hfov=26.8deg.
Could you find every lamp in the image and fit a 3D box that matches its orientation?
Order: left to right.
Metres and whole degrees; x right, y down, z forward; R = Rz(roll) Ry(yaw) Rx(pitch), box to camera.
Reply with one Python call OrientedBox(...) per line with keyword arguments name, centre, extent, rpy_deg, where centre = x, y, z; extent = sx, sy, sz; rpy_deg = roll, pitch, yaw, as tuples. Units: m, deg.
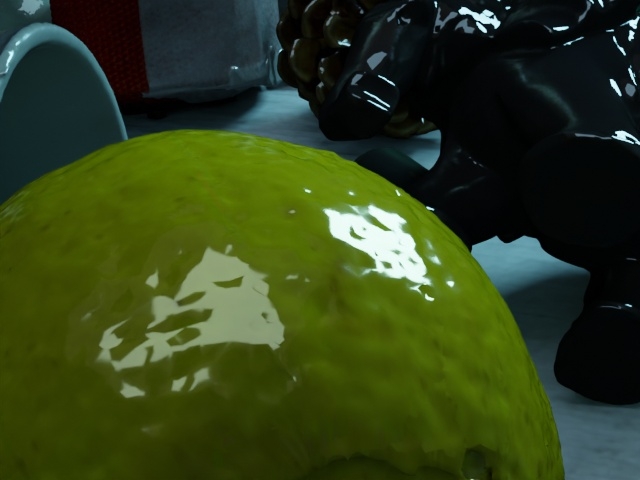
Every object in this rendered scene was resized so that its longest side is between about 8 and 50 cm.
OrientedBox(name="lamp", centre=(-0.256, -0.180, 1.207), extent=(0.105, 0.105, 0.105), rpy_deg=(-3, 30, 2))

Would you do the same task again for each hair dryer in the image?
OrientedBox(name="hair dryer", centre=(0.000, 0.000, 0.919), extent=(0.197, 0.057, 0.100), rpy_deg=(-23, 32, -20))

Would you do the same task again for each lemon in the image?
OrientedBox(name="lemon", centre=(-0.041, 0.090, 0.540), extent=(0.293, 0.293, 0.293), rpy_deg=(-3, 30, 2))

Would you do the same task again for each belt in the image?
OrientedBox(name="belt", centre=(-0.127, -0.169, 1.157), extent=(0.200, 0.124, 0.128), rpy_deg=(-8, 10, -16))

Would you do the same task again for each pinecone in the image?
OrientedBox(name="pinecone", centre=(0.064, -0.165, 1.077), extent=(0.185, 0.169, 0.212), rpy_deg=(-28, 22, -12))

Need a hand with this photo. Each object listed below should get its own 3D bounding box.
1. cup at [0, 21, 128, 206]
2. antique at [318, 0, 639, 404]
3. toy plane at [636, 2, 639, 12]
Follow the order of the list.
OrientedBox(name="cup", centre=(-0.250, -0.007, 0.829), extent=(0.257, 0.228, 0.301), rpy_deg=(-1, 0, 14))
OrientedBox(name="antique", centre=(0.159, -0.052, 0.820), extent=(0.322, 0.185, 0.255), rpy_deg=(24, 40, -6))
OrientedBox(name="toy plane", centre=(0.279, -0.252, 1.275), extent=(0.155, 0.106, 0.381), rpy_deg=(-6, 22, -27))
